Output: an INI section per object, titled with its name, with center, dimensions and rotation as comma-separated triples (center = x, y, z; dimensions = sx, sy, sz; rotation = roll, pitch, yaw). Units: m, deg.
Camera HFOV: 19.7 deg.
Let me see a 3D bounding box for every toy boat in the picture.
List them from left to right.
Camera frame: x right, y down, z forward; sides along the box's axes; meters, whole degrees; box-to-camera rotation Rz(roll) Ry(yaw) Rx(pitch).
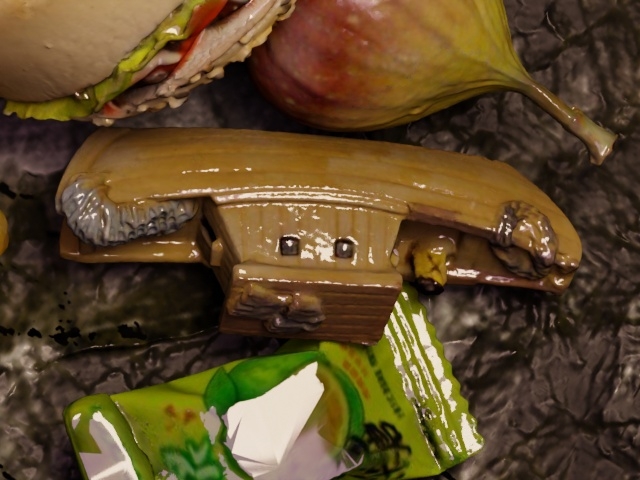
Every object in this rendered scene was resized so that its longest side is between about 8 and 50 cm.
[toy boat]
center = 0.000, 0.000, 1.111
dimensions = 0.321, 0.089, 0.121
rotation = 5, 55, -9

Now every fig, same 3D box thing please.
[fig]
center = 0.064, -0.120, 1.129
dimensions = 0.231, 0.143, 0.160
rotation = 30, 75, -25

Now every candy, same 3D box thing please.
[candy]
center = -0.025, 0.120, 1.129
dimensions = 0.246, 0.069, 0.149
rotation = -25, 89, -16

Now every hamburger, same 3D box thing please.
[hamburger]
center = -0.122, -0.204, 1.042
dimensions = 0.300, 0.176, 0.300
rotation = -14, 65, 33

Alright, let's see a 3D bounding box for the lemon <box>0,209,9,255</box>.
[lemon]
center = -0.304, -0.032, 1.027
dimensions = 0.253, 0.228, 0.228
rotation = -4, 87, -6
